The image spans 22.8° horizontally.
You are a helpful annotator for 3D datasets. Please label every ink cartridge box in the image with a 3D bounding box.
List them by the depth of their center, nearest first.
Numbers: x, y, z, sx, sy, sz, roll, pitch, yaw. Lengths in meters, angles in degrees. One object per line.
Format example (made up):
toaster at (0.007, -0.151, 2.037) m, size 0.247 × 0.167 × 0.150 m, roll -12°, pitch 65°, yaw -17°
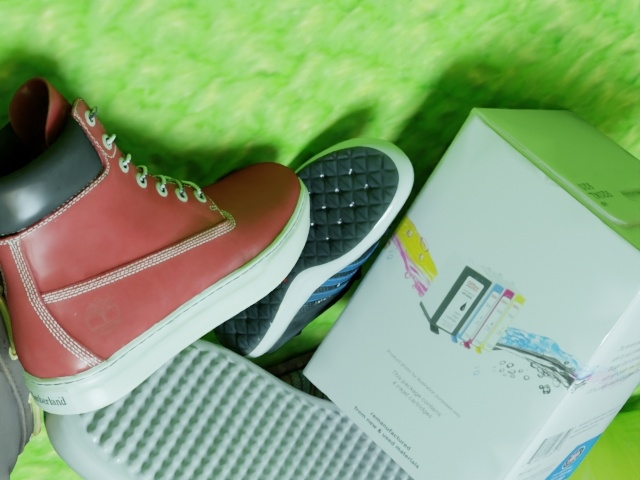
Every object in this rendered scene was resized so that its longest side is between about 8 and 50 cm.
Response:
ink cartridge box at (0.141, 0.046, 1.105) m, size 0.171 × 0.168 × 0.232 m, roll -8°, pitch 135°, yaw -57°

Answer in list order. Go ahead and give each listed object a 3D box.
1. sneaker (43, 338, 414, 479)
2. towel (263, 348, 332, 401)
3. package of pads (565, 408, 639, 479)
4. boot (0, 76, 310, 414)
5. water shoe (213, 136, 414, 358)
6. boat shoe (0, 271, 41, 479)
sneaker at (-0.068, 0.171, 1.133) m, size 0.150 × 0.135 × 0.366 m, roll -27°, pitch 143°, yaw 37°
towel at (-0.042, 0.221, 1.353) m, size 0.272 × 0.040 × 0.370 m, roll -18°, pitch 142°, yaw -21°
package of pads at (0.242, 0.279, 1.475) m, size 0.297 × 0.229 × 0.101 m, roll -7°, pitch 145°, yaw -32°
boot at (-0.101, -0.034, 0.935) m, size 0.244 × 0.088 × 0.176 m, roll -39°, pitch 123°, yaw -45°
water shoe at (0.000, 0.000, 1.093) m, size 0.203 × 0.073 × 0.080 m, roll -46°, pitch 162°, yaw 30°
boat shoe at (-0.231, 0.035, 0.916) m, size 0.096 × 0.117 × 0.324 m, roll -57°, pitch 151°, yaw -43°
